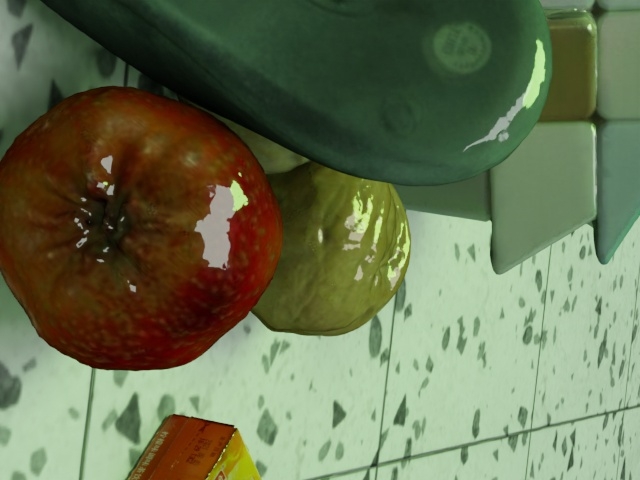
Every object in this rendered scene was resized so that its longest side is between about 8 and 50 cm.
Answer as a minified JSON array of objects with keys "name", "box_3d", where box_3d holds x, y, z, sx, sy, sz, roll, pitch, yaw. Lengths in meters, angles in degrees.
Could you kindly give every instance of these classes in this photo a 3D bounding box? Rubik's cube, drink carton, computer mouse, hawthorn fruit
[{"name":"Rubik's cube","box_3d":[0.203,-0.169,1.191,0.358,0.368,0.387,-58,145,-69]},{"name":"drink carton","box_3d":[-0.080,0.248,1.028,0.096,0.071,0.223,-59,142,-38]},{"name":"computer mouse","box_3d":[-0.032,-0.159,0.827,0.188,0.371,0.122,-59,-178,-18]},{"name":"hawthorn fruit","box_3d":[-0.109,-0.008,0.826,0.200,0.179,0.179,-16,111,-78]}]

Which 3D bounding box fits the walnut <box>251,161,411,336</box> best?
[{"name":"walnut","box_3d":[0.000,0.000,1.050,0.166,0.149,0.166,25,90,-86]}]

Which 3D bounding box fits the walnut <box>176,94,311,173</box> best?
[{"name":"walnut","box_3d":[-0.040,-0.129,0.957,0.162,0.140,0.140,74,35,-49]}]
